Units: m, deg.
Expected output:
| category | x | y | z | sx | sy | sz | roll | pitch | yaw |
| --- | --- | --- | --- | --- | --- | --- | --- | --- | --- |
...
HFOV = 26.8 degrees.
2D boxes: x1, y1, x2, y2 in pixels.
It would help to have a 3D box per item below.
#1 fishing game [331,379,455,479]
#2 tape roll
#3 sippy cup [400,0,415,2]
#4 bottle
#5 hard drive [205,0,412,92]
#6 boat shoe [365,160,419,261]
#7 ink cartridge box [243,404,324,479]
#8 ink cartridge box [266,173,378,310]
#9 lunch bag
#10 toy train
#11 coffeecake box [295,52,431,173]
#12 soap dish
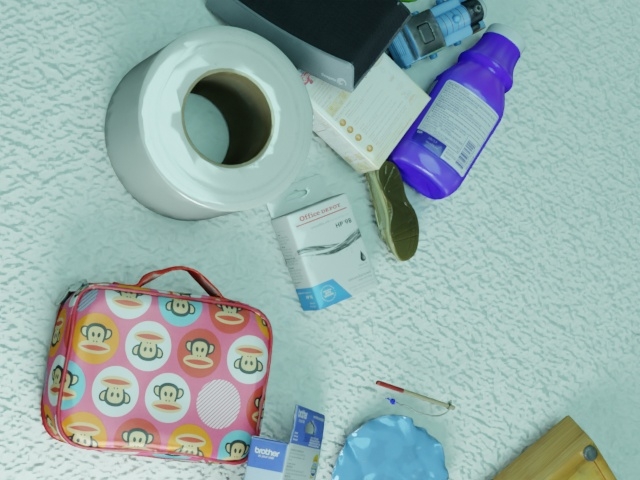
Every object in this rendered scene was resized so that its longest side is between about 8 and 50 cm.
| category | x | y | z | sx | sy | sz | roll | pitch | yaw |
| --- | --- | --- | --- | --- | --- | --- | --- | --- | --- |
| fishing game | 0.100 | 0.343 | 1.958 | 0.189 | 0.041 | 0.264 | 19 | 87 | -22 |
| tape roll | -0.152 | -0.153 | 1.810 | 0.246 | 0.169 | 0.246 | 2 | 85 | -23 |
| sippy cup | 0.175 | -0.506 | 1.967 | 0.224 | 0.240 | 0.305 | 32 | 113 | -30 |
| bottle | 0.213 | -0.200 | 2.019 | 0.118 | 0.092 | 0.283 | 36 | 72 | -11 |
| hard drive | -0.017 | -0.333 | 1.883 | 0.254 | 0.054 | 0.172 | 33 | 71 | 14 |
| boat shoe | 0.103 | -0.044 | 1.989 | 0.056 | 0.048 | 0.153 | -27 | 105 | -28 |
| ink cartridge box | -0.064 | 0.376 | 1.807 | 0.065 | 0.186 | 0.311 | 11 | 81 | 15 |
| ink cartridge box | 0.000 | 0.000 | 1.925 | 0.104 | 0.060 | 0.180 | -22 | 95 | -24 |
| lunch bag | -0.212 | 0.160 | 1.785 | 0.293 | 0.120 | 0.258 | 12 | 81 | -23 |
| toy train | 0.169 | -0.313 | 2.001 | 0.184 | 0.105 | 0.080 | -27 | 97 | -23 |
| coffeecake box | 0.044 | -0.212 | 1.943 | 0.185 | 0.068 | 0.142 | 43 | 71 | -17 |
| soap dish | 0.342 | 0.439 | 2.016 | 0.291 | 0.118 | 0.229 | -36 | 101 | -21 |
